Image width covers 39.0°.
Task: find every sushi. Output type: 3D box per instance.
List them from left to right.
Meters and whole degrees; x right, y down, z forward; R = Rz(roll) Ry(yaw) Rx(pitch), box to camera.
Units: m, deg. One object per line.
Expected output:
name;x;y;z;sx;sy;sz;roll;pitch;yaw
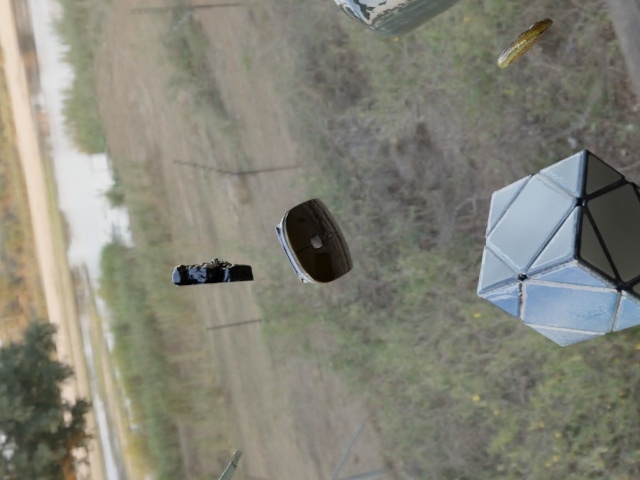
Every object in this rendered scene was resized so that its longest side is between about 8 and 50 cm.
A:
sushi;-0.208;0.060;1.774;0.215;0.192;0.050;-6;87;37

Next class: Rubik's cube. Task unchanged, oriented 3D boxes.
Rubik's cube;0.393;0.017;1.406;0.205;0.205;0.207;-27;41;51

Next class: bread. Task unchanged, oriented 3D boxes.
bread;0.334;-0.323;1.481;0.024;0.110;0.110;48;154;5

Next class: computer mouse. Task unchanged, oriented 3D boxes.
computer mouse;0.000;0.000;1.379;0.125;0.056;0.245;63;-164;1

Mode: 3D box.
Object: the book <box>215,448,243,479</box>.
book;-0.171;0.405;1.450;0.138;0.016;0.198;-56;-2;-7

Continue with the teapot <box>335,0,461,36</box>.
teapot;0.176;-0.462;1.300;0.344;0.300;0.253;-8;63;38
